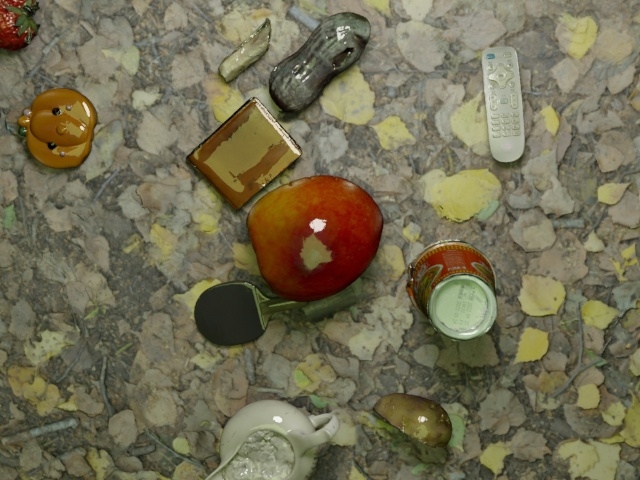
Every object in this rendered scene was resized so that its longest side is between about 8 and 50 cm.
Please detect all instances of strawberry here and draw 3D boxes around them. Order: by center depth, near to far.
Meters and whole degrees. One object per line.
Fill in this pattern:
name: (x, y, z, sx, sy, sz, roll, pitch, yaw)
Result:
strawberry: (-0.634, -0.448, 1.634, 0.148, 0.131, 0.131, 14, 100, -7)

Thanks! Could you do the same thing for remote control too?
remote control: (0.362, -0.269, 1.645, 0.073, 0.044, 0.229, -6, 91, 1)

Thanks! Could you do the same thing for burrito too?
burrito: (-0.144, -0.378, 1.655, 0.149, 0.041, 0.055, -40, 82, 9)

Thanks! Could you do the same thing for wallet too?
wallet: (-0.153, -0.176, 1.693, 0.195, 0.042, 0.161, -42, 90, 11)

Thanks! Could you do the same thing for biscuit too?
biscuit: (-0.546, -0.232, 1.700, 0.170, 0.050, 0.170, 0, 99, 3)

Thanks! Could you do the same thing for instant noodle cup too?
instant noodle cup: (0.266, 0.106, 1.626, 0.193, 0.212, 0.193, 1, 99, 4)

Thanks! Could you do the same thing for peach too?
peach: (0.000, 0.000, 1.644, 0.275, 0.245, 0.248, -24, 126, -3)

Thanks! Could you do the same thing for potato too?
potato: (0.206, 0.363, 1.735, 0.172, 0.100, 0.089, 27, 95, 2)

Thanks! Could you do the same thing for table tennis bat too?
table tennis bat: (-0.148, 0.147, 1.755, 0.246, 0.022, 0.138, -12, 98, 7)

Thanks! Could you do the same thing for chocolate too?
chocolate: (-0.005, -0.352, 1.622, 0.248, 0.110, 0.110, -39, 95, 9)

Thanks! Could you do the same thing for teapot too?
teapot: (-0.095, 0.432, 1.737, 0.300, 0.166, 0.208, -30, 85, 18)
